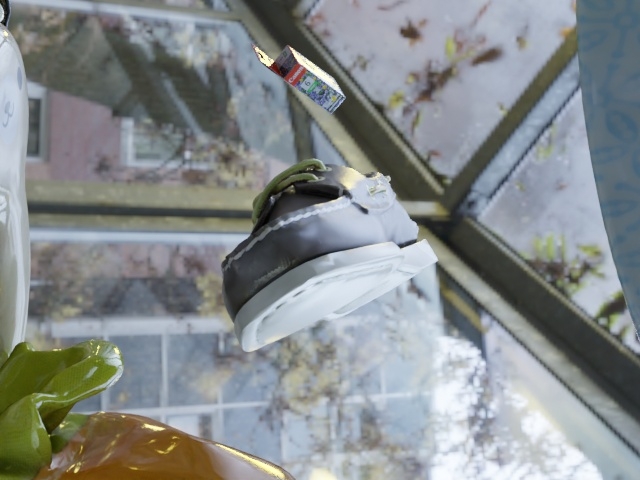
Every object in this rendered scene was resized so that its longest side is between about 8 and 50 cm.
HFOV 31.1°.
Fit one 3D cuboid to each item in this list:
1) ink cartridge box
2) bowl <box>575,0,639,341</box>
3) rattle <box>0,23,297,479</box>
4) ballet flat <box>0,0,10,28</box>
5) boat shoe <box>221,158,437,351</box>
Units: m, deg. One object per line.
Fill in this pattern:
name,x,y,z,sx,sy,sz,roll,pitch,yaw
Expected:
ink cartridge box,-0.027,-0.202,1.368,0.029,0.115,0.063,-49,-151,15
bowl,0.201,-0.053,0.369,0.289,0.156,0.289,171,-90,-87
rattle,-0.068,-0.017,0.325,0.143,0.130,0.200,1,-106,18
ballet flat,-0.352,-0.187,1.147,0.074,0.074,0.203,125,-23,-46
boat shoe,0.000,0.000,0.776,0.116,0.324,0.097,-31,-96,15
